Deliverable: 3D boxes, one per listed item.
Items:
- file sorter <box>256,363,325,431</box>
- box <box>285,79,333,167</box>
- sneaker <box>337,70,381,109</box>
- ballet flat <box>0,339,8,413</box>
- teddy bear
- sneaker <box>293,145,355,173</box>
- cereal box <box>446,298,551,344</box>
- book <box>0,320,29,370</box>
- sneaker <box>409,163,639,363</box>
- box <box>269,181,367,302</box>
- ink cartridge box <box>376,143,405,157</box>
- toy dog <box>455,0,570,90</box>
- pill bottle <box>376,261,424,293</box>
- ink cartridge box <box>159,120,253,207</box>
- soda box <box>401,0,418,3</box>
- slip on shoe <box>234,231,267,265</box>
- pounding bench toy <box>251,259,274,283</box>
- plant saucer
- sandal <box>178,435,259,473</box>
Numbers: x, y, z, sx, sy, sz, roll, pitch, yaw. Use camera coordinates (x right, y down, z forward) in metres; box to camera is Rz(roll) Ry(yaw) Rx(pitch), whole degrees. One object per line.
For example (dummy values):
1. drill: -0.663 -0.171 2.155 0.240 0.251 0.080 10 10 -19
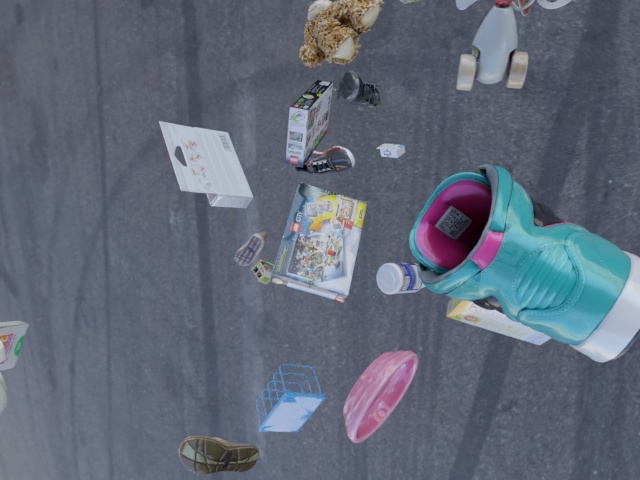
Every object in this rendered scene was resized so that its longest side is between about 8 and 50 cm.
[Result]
1. file sorter: -0.088 0.425 1.499 0.170 0.118 0.104 -57 36 32
2. box: -0.020 -0.237 1.104 0.036 0.207 0.114 12 121 8
3. sneaker: 0.124 -0.436 1.615 0.227 0.130 0.087 -125 41 -82
4. ballet flat: -0.508 0.190 0.773 0.400 0.139 0.139 38 125 49
5. teddy bear: 0.037 -0.509 1.299 0.245 0.113 0.338 -50 24 29
6. sneaker: 0.005 -0.164 1.221 0.158 0.065 0.061 2 127 42
7. cereal box: 0.429 0.159 1.256 0.240 0.047 0.173 17 149 -3
8. book: -0.636 0.210 1.082 0.035 0.144 0.096 16 88 5
9. sneaker: 0.176 0.014 0.529 0.178 0.295 0.124 31 96 10
10. box: 0.000 0.000 1.174 0.159 0.233 0.044 16 150 -3
11. ink cartridge box: 0.233 -0.299 1.849 0.083 0.048 0.028 14 127 40
12. toy dog: 0.412 -0.505 1.285 0.220 0.161 0.334 22 117 -3
13. pill bottle: 0.182 0.080 1.201 0.067 0.120 0.067 -2 88 44
14. ink cartridge box: -0.350 -0.224 1.666 0.060 0.239 0.275 -48 54 38
15. soda box: 0.291 -0.747 1.634 0.061 0.181 0.058 46 140 20
16. slip on shoe: -0.186 0.021 1.506 0.051 0.041 0.135 40 131 2
17. pounding bench toy: -0.187 0.096 1.922 0.083 0.052 0.065 -44 56 11
18. plant saucer: 0.180 0.475 1.743 0.084 0.332 0.332 34 122 27
19. sandal: -0.203 0.418 1.099 0.049 0.180 0.072 25 93 52
